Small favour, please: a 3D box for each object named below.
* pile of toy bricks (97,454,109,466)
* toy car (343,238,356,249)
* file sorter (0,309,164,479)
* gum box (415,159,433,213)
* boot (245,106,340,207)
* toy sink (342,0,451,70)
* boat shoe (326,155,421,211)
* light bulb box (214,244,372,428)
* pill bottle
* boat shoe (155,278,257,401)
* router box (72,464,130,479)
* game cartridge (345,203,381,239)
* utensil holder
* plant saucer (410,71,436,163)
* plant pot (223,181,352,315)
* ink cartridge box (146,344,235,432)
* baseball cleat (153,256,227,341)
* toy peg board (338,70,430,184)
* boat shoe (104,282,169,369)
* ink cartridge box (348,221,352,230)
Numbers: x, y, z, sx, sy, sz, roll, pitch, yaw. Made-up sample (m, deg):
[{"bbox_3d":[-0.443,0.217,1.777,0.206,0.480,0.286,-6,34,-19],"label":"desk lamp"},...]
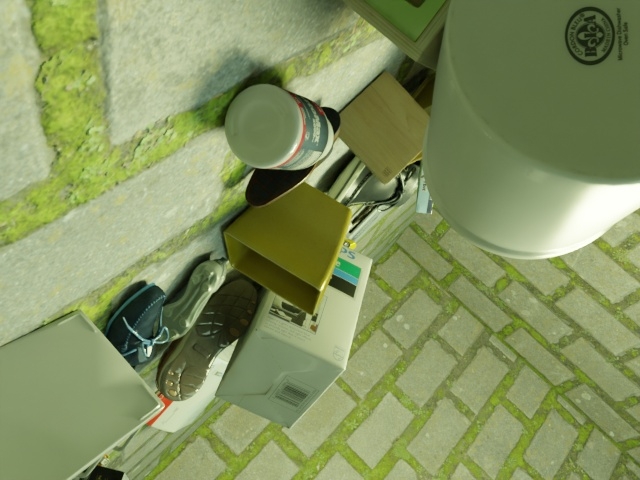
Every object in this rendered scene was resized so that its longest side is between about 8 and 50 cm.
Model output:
[{"bbox_3d":[-0.617,0.569,1.324,0.105,0.118,0.212,-7,-143,47],"label":"pile of toy bricks"},{"bbox_3d":[-0.026,0.068,1.758,0.239,0.053,0.225,-12,154,-41],"label":"toy car"},{"bbox_3d":[-0.397,0.262,0.746,0.173,0.193,0.278,-51,169,35],"label":"file sorter"},{"bbox_3d":[0.257,-0.174,1.332,0.184,0.041,0.156,-71,167,-57],"label":"gum box"},{"bbox_3d":[-0.041,-0.127,0.989,0.219,0.082,0.106,-47,167,-10],"label":"boot"},{"bbox_3d":[0.151,-0.357,0.696,0.234,0.153,0.131,-50,168,23],"label":"toy sink"},{"bbox_3d":[0.182,-0.172,1.496,0.186,0.156,0.500,-51,167,33],"label":"boat shoe"},{"bbox_3d":[-0.068,0.219,1.446,0.358,0.225,0.361,-57,-171,44],"label":"light bulb box"},{"bbox_3d":[-0.047,-0.154,0.794,0.108,0.108,0.180,-50,170,17],"label":"pill bottle"},{"bbox_3d":[-0.276,0.219,1.321,0.116,0.123,0.324,-2,-137,55],"label":"boat shoe"},{"bbox_3d":[-0.452,0.420,0.957,0.308,0.243,0.080,114,-9,-59],"label":"router box"},{"bbox_3d":[0.164,-0.081,2.032,0.297,0.062,0.198,-46,174,-4],"label":"game cartridge"},{"bbox_3d":[0.294,-0.164,0.706,0.327,0.327,0.385,-47,166,-1],"label":"utensil holder"},{"bbox_3d":[0.283,-0.315,1.232,0.333,0.081,0.332,-19,-151,55],"label":"plant saucer"},{"bbox_3d":[-0.050,0.000,1.142,0.187,0.212,0.212,-57,173,-20],"label":"plant pot"},{"bbox_3d":[-0.409,0.482,1.779,0.308,0.091,0.385,-47,170,2],"label":"ink cartridge box"},{"bbox_3d":[-0.248,0.117,1.115,0.206,0.072,0.109,-46,177,19],"label":"baseball cleat"},{"bbox_3d":[0.121,-0.215,1.119,0.160,0.161,0.079,-45,-176,-10],"label":"toy peg board"},{"bbox_3d":[-0.322,0.178,0.993,0.109,0.089,0.258,-33,163,-52],"label":"boat shoe"},{"bbox_3d":[0.000,0.000,1.777,0.179,0.045,0.145,-19,157,-28],"label":"ink cartridge box"}]
